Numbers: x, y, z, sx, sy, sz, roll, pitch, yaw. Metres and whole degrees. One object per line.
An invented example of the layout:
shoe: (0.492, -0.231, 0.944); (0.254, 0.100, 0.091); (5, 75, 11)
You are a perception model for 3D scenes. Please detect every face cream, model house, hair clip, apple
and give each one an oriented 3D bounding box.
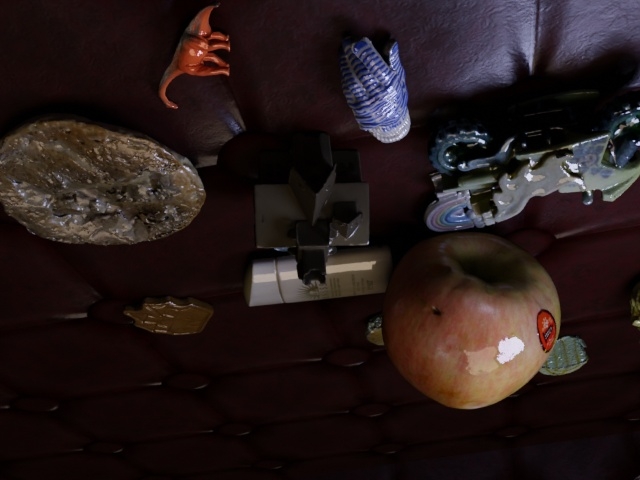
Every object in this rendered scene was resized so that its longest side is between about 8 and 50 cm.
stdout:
face cream: (-0.010, 0.082, 1.742); (0.348, 0.081, 0.173); (-6, 148, 1)
model house: (-0.017, -0.046, 1.377); (0.211, 0.243, 0.204); (-2, 149, -5)
hair clip: (0.277, -0.072, 1.577); (0.140, 0.054, 0.220); (-19, 150, 11)
apple: (0.316, 0.170, 1.647); (0.391, 0.391, 0.347); (2, 128, -11)

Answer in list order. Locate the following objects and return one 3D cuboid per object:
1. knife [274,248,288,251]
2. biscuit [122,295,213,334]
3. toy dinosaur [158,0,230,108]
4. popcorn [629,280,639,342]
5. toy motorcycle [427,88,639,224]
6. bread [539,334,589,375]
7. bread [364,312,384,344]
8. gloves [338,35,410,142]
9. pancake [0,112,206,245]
knife: (0.000, 0.000, 1.674); (0.210, 0.015, 0.028); (-12, 155, 12)
biscuit: (-0.387, 0.191, 1.908); (0.215, 0.034, 0.182); (9, 145, -22)
toy dinosaur: (-0.187, -0.277, 1.165); (0.101, 0.055, 0.279); (13, 146, -11)
popcorn: (0.883, 0.188, 1.924); (0.181, 0.217, 0.235); (-4, 137, 5)
toy motorcycle: (0.402, -0.154, 1.350); (0.410, 0.169, 0.237); (-7, 143, 13)
bread: (0.723, 0.353, 2.274); (0.156, 0.103, 0.110); (-11, 143, 22)
bread: (0.270, 0.229, 2.048); (0.286, 0.056, 0.207); (-18, 143, 20)
gloves: (0.094, -0.244, 1.233); (0.119, 0.097, 0.229); (-40, 138, -1)
pancake: (-0.402, -0.102, 1.384); (0.386, 0.082, 0.387); (0, 150, 0)
